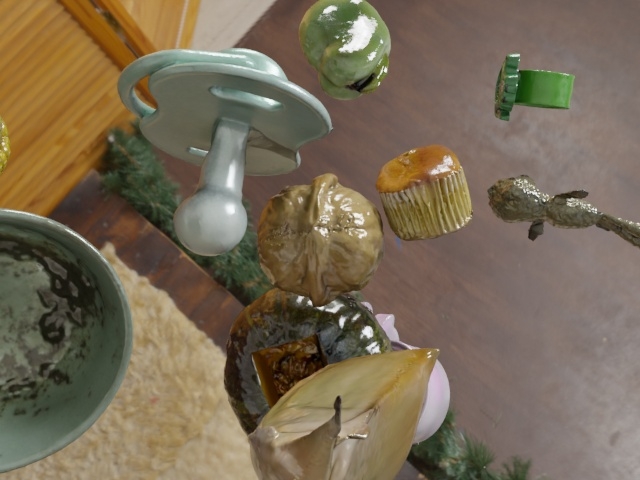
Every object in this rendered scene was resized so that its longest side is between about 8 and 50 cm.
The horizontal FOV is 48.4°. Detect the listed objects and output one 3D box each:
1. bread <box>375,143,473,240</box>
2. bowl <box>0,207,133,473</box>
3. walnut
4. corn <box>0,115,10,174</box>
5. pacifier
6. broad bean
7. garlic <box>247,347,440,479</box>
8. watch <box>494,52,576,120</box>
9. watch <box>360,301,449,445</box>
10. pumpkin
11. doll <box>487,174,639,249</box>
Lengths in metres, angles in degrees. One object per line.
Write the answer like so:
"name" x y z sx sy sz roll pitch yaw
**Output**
"bread" 0.154 -0.078 1.077 0.132 0.190 0.114 -18 104 6
"bowl" -0.359 0.088 0.766 0.289 0.289 0.146 -48 30 -5
"walnut" 0.000 0.000 1.055 0.198 0.245 0.198 0 85 4
"corn" -0.347 -0.038 0.560 0.231 0.080 0.080 -26 69 12
"pacifier" -0.146 -0.113 0.968 0.288 0.343 0.269 14 71 -12
"broad bean" 0.050 -0.356 1.285 0.169 0.100 0.228 -17 68 -17
"garlic" 0.010 0.187 0.711 0.151 0.338 0.196 39 103 19
"watch" 0.431 -0.297 1.432 0.152 0.165 0.131 9 98 5
"watch" 0.145 0.269 1.389 0.217 0.211 0.248 13 81 36
"pumpkin" -0.021 0.226 1.254 0.320 0.192 0.320 0 89 11
"doll" 0.439 -0.050 1.236 0.286 0.202 0.091 11 83 28
